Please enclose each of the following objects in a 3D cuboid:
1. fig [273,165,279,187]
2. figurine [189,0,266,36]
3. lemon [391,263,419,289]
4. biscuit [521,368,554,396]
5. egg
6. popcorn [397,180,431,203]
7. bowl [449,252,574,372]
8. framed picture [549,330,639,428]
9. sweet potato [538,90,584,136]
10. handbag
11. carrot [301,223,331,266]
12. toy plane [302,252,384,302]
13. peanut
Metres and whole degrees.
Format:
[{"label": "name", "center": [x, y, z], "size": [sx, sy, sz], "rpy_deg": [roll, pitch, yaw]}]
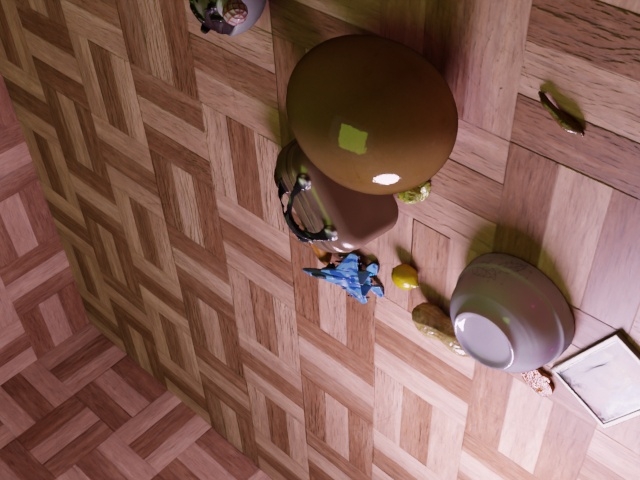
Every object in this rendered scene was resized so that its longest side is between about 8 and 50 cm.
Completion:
[{"label": "fig", "center": [-0.073, -0.187, 2.074], "size": [0.109, 0.103, 0.155], "rpy_deg": [8, 140, 21]}, {"label": "figurine", "center": [-0.176, -0.593, 1.752], "size": [0.370, 0.167, 0.282], "rpy_deg": [-51, 45, 48]}, {"label": "lemon", "center": [0.214, 0.093, 2.018], "size": [0.083, 0.062, 0.062], "rpy_deg": [37, 146, 21]}, {"label": "biscuit", "center": [0.518, 0.330, 1.904], "size": [0.091, 0.015, 0.078], "rpy_deg": [54, 147, -4]}, {"label": "egg", "center": [0.096, -0.252, 1.596], "size": [0.374, 0.301, 0.301], "rpy_deg": [36, 146, 38]}, {"label": "popcorn", "center": [0.212, -0.112, 1.820], "size": [0.083, 0.068, 0.059], "rpy_deg": [-11, 146, 17]}, {"label": "bowl", "center": [0.403, 0.184, 1.786], "size": [0.287, 0.143, 0.287], "rpy_deg": [32, 143, 28]}, {"label": "framed picture", "center": [0.629, 0.308, 1.735], "size": [0.184, 0.016, 0.250], "rpy_deg": [49, 149, 7]}, {"label": "sweet potato", "center": [0.430, -0.225, 1.448], "size": [0.115, 0.026, 0.026], "rpy_deg": [46, 148, 8]}, {"label": "handbag", "center": [0.018, -0.110, 1.857], "size": [0.149, 0.283, 0.302], "rpy_deg": [-3, 119, 52]}, {"label": "carrot", "center": [0.000, 0.000, 2.215], "size": [0.072, 0.072, 0.205], "rpy_deg": [24, 147, 38]}, {"label": "toy plane", "center": [0.057, 0.093, 2.200], "size": [0.246, 0.078, 0.169], "rpy_deg": [13, 132, 38]}, {"label": "peanut", "center": [0.312, 0.226, 2.007], "size": [0.192, 0.089, 0.089], "rpy_deg": [35, 145, 28]}]
